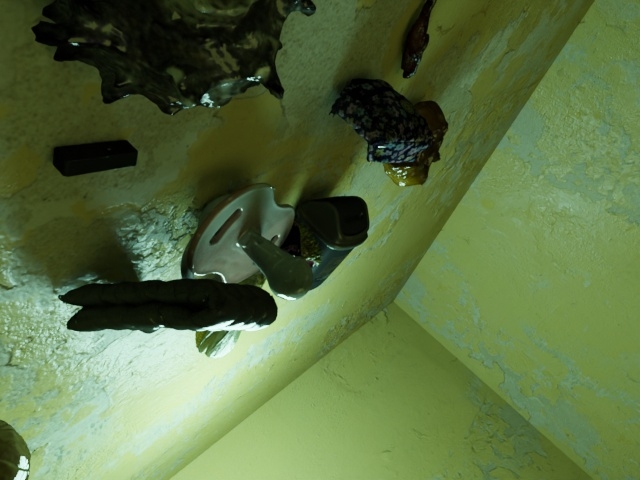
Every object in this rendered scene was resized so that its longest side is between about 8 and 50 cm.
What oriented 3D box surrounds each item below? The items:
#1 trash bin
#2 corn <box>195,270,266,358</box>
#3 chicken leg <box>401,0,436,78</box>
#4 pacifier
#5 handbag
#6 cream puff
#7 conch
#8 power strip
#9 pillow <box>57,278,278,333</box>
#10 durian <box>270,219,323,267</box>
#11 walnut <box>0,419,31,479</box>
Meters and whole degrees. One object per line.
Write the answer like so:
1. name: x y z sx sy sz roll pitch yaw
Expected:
1. trash bin: 0.000 0.000 1.316 0.209 0.182 0.290 -19 151 -56
2. corn: -0.236 0.181 1.231 0.123 0.122 0.305 4 127 -41
3. chicken leg: 0.230 -0.473 1.100 0.205 0.053 0.093 109 6 -60
4. pacifier: -0.143 0.009 0.991 0.332 0.273 0.220 43 51 -71
5. handbag: 0.143 -0.277 1.062 0.229 0.207 0.127 -14 156 -47
6. cream puff: 0.276 -0.280 1.409 0.241 0.155 0.269 -47 154 -18
7. conch: -0.156 -0.268 0.531 0.313 0.186 0.240 -24 126 -12
8. power strip: -0.314 -0.118 0.659 0.111 0.038 0.029 -24 148 -50
9. pillow: -0.265 0.123 0.859 0.327 0.101 0.228 -6 170 18
10. durian: -0.052 0.020 1.186 0.108 0.187 0.119 30 67 -33
11. walnut: -0.607 0.397 0.769 0.228 0.228 0.228 -41 158 -20
